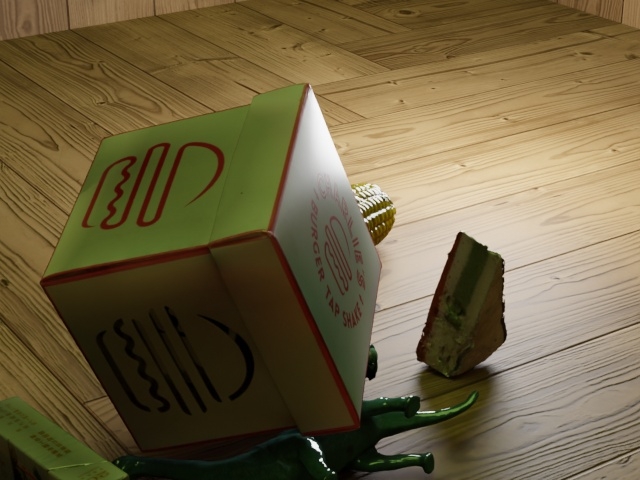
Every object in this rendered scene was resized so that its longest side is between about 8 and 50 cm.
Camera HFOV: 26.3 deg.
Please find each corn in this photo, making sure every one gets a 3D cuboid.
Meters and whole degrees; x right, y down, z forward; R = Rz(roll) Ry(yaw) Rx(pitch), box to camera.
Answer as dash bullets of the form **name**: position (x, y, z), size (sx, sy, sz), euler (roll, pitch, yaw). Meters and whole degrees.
- **corn**: position (0.000, 0.000, 2.244), size (0.120, 0.120, 0.363), euler (18, 32, 34)

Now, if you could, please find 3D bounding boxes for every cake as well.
- **cake**: position (0.223, 0.086, 1.950), size (0.086, 0.220, 0.117), euler (32, 29, 30)

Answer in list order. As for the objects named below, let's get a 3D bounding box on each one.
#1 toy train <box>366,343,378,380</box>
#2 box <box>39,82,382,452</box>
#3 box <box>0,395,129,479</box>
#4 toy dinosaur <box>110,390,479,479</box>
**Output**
- **toy train**: position (-0.058, 0.154, 1.903), size (0.269, 0.115, 0.154), euler (12, 27, 24)
- **box**: position (-0.117, 0.040, 1.686), size (0.300, 0.314, 0.312), euler (-11, 36, 17)
- **box**: position (-0.304, 0.292, 1.565), size (0.067, 0.149, 0.233), euler (-25, 34, -37)
- **toy dinosaur**: position (-0.036, 0.247, 1.747), size (0.331, 0.129, 0.383), euler (8, 23, 37)
